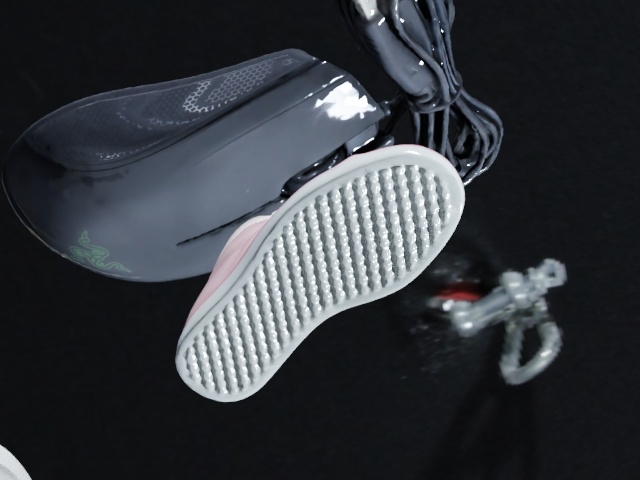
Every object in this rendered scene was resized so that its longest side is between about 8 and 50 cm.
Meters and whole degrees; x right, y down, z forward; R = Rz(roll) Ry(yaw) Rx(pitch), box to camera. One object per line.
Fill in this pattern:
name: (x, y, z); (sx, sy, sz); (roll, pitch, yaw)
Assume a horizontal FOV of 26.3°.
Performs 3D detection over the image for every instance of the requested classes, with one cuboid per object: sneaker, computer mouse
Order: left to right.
computer mouse: (-0.044, -0.040, 0.732); (0.272, 0.188, 0.072); (-17, -127, 12)
sneaker: (0.000, 0.000, 0.514); (0.051, 0.070, 0.134); (42, -62, -13)

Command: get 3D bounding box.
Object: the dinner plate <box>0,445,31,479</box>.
dinner plate: (-0.258, 0.214, 1.055); (0.017, 0.141, 0.141); (-24, -99, 29)
